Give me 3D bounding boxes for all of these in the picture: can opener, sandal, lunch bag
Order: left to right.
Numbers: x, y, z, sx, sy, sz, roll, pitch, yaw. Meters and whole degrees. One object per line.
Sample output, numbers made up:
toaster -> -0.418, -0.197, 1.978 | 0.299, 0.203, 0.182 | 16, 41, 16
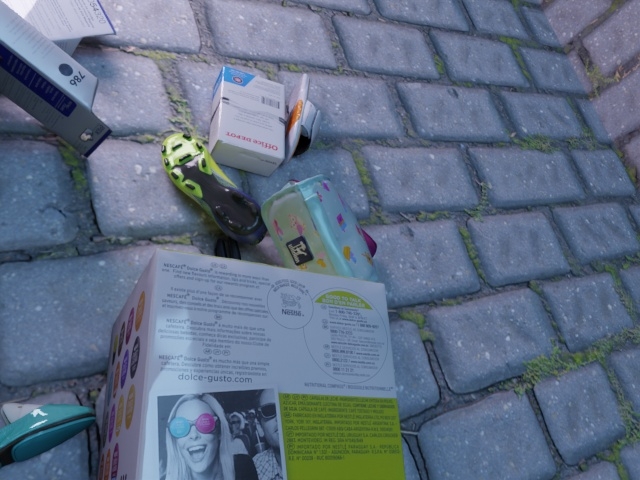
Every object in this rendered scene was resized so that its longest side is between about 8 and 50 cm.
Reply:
can opener -> -0.164, 0.077, 1.029 | 0.059, 0.073, 0.186 | -23, 72, 2
sandal -> -0.033, -0.282, 1.256 | 0.076, 0.102, 0.265 | 21, 55, -17
lunch bag -> 0.000, 0.000, 1.001 | 0.160, 0.262, 0.223 | -24, 91, -1

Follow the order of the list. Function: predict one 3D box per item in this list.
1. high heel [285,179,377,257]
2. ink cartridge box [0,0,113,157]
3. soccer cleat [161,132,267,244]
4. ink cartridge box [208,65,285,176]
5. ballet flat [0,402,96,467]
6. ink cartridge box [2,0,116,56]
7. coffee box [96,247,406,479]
high heel -> 0.027, -0.048, 1.195 | 0.244, 0.082, 0.117 | 44, 34, 6
ink cartridge box -> -0.489, -0.284, 0.896 | 0.333, 0.165, 0.065 | 42, 58, -25
soccer cleat -> -0.213, -0.096, 1.066 | 0.093, 0.121, 0.289 | -41, 71, -12
ink cartridge box -> -0.158, -0.256, 1.176 | 0.148, 0.086, 0.203 | 13, 61, -25
ballet flat -> -0.439, 0.273, 0.741 | 0.247, 0.083, 0.087 | -26, 67, -39
ink cartridge box -> -0.617, -0.486, 1.031 | 0.330, 0.071, 0.324 | -24, 81, -40
coffee box -> -0.117, 0.242, 0.782 | 0.338, 0.337, 0.334 | 10, 61, -26
